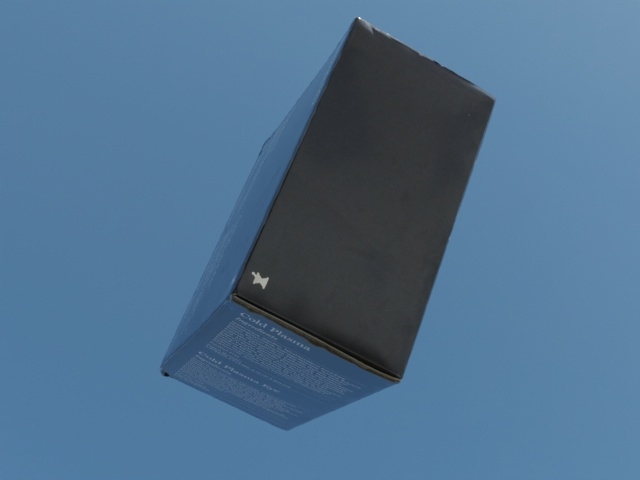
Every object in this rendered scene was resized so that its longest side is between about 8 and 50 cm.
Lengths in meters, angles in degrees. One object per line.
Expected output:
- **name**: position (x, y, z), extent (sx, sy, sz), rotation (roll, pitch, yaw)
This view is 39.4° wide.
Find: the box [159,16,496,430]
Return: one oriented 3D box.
- **box**: position (0.000, 0.000, 0.977), extent (0.179, 0.312, 0.343), rotation (27, -116, -10)
